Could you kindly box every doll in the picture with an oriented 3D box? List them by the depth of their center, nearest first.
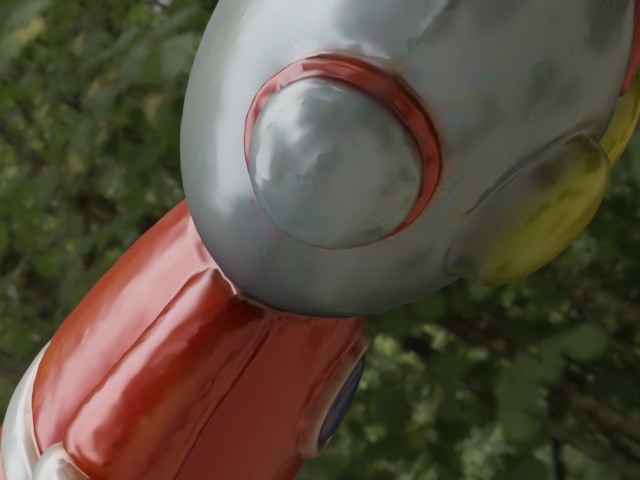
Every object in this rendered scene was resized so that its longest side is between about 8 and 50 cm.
[{"bbox_3d":[0.000,0.000,0.443,0.336,0.105,0.200,-57,-5,31],"label":"doll"}]
